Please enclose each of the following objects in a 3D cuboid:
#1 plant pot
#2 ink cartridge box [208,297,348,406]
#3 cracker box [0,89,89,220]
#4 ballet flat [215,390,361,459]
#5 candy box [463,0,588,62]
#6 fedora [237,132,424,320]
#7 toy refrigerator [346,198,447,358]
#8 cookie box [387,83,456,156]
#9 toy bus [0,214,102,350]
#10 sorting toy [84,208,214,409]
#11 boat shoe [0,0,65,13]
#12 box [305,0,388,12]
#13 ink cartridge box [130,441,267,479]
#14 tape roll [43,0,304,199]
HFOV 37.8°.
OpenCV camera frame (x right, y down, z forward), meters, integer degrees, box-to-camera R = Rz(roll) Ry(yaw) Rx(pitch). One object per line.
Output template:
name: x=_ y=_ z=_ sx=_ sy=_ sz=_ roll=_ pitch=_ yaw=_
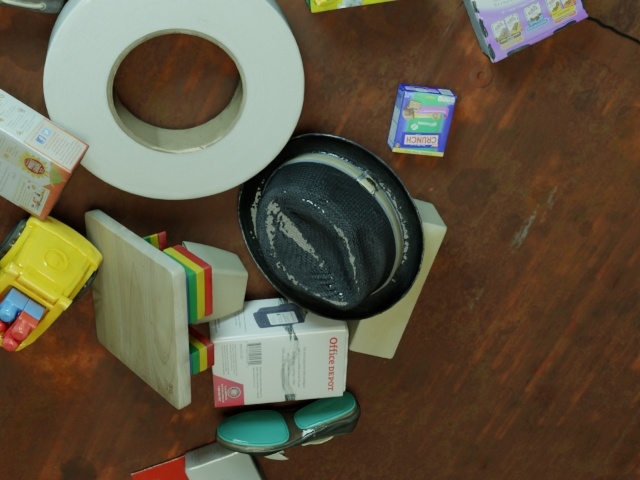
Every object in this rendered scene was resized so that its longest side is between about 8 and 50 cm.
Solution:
plant pot: x=-0.183 y=0.072 z=1.600 sx=0.096 sy=0.109 sz=0.109 roll=0 pitch=117 yaw=-23
ink cartridge box: x=-0.077 y=0.196 z=1.665 sx=0.237 sy=0.100 sz=0.172 roll=-4 pitch=129 yaw=-7
cracker box: x=-0.481 y=-0.146 z=1.400 sx=0.232 sy=0.067 sz=0.156 roll=33 pitch=141 yaw=-13
ballet flat: x=-0.056 y=0.365 z=1.768 sx=0.280 sy=0.095 sz=0.096 roll=-10 pitch=131 yaw=-9
candy box: x=0.302 y=-0.405 z=1.451 sx=0.165 sy=0.070 sz=0.196 roll=-25 pitch=118 yaw=4
fedora: x=0.000 y=0.000 z=1.504 sx=0.334 sy=0.152 sz=0.334 roll=5 pitch=110 yaw=15
toy refrigerator: x=0.128 y=0.065 z=1.644 sx=0.094 sy=0.102 sz=0.269 roll=14 pitch=113 yaw=-16
cookie box: x=0.167 y=-0.198 z=1.550 sx=0.092 sy=0.040 sz=0.107 roll=4 pitch=117 yaw=-12
toy bus: x=-0.475 y=0.099 z=1.486 sx=0.149 sy=0.211 sz=0.220 roll=36 pitch=125 yaw=-20
sorting toy: x=-0.273 y=0.099 z=1.531 sx=0.089 sy=0.255 sz=0.257 roll=-22 pitch=127 yaw=-37
boat shoe: x=-0.525 y=-0.370 z=1.301 sx=0.355 sy=0.132 sz=0.130 roll=1 pitch=116 yaw=-8
box: x=0.065 y=-0.385 z=1.403 sx=0.179 sy=0.105 sz=0.043 roll=-8 pitch=119 yaw=-6
ink cartridge box: x=-0.213 y=0.532 z=1.851 sx=0.239 sy=0.060 sz=0.275 roll=-21 pitch=118 yaw=0
tape roll: x=-0.218 y=-0.239 z=1.416 sx=0.392 sy=0.072 sz=0.392 roll=-6 pitch=128 yaw=-8
